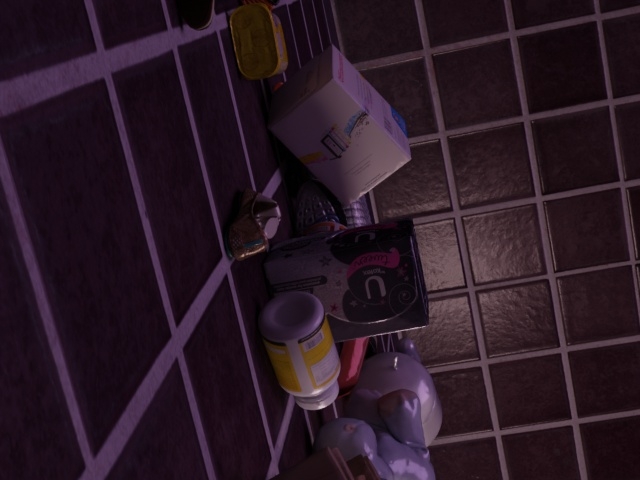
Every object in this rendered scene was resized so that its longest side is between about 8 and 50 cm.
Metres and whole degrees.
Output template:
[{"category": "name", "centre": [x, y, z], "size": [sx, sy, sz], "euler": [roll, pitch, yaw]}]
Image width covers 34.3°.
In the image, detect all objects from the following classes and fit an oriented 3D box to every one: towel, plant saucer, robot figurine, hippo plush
[{"category": "towel", "centre": [0.052, -0.035, 2.378], "size": [0.284, 0.121, 0.234], "euler": [42, 35, -79]}, {"category": "plant saucer", "centre": [0.069, 0.177, 1.964], "size": [0.259, 0.048, 0.258], "euler": [99, 7, -77]}, {"category": "robot figurine", "centre": [0.173, 0.380, 2.401], "size": [0.353, 0.200, 0.299], "euler": [66, 35, -62]}, {"category": "hippo plush", "centre": [0.074, 0.418, 1.847], "size": [0.237, 0.234, 0.294], "euler": [-9, 72, -52]}]

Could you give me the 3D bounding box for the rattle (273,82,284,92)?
[{"category": "rattle", "centre": [-0.012, -0.274, 2.176], "size": [0.199, 0.143, 0.130], "euler": [77, 24, -64]}]

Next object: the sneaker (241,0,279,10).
[{"category": "sneaker", "centre": [-0.133, -0.553, 1.872], "size": [0.121, 0.099, 0.262], "euler": [-102, -175, -57]}]

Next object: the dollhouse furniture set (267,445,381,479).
[{"category": "dollhouse furniture set", "centre": [0.018, 0.502, 1.359], "size": [0.394, 0.257, 0.362], "euler": [60, 2, 16]}]

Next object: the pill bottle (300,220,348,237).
[{"category": "pill bottle", "centre": [0.010, 0.061, 1.932], "size": [0.221, 0.121, 0.121], "euler": [-82, 160, -63]}]

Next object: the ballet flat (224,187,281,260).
[{"category": "ballet flat", "centre": [-0.092, -0.027, 1.524], "size": [0.206, 0.067, 0.073], "euler": [-84, 162, -65]}]

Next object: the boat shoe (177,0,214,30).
[{"category": "boat shoe", "centre": [-0.170, -0.358, 1.435], "size": [0.049, 0.056, 0.152], "euler": [36, 44, -71]}]

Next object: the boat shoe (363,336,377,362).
[{"category": "boat shoe", "centre": [0.104, 0.282, 2.472], "size": [0.223, 0.080, 0.073], "euler": [75, 3, -58]}]

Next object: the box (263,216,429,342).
[{"category": "box", "centre": [0.046, 0.070, 1.721], "size": [0.142, 0.247, 0.163], "euler": [-75, 153, -74]}]

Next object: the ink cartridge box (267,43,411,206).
[{"category": "ink cartridge box", "centre": [0.036, -0.225, 2.016], "size": [0.233, 0.168, 0.171], "euler": [44, 23, -23]}]

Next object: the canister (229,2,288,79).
[{"category": "canister", "centre": [-0.105, -0.348, 1.826], "size": [0.170, 0.073, 0.126], "euler": [-59, 138, -80]}]

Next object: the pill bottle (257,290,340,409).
[{"category": "pill bottle", "centre": [-0.027, 0.175, 1.599], "size": [0.103, 0.103, 0.184], "euler": [-91, 168, -50]}]

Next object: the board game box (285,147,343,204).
[{"category": "board game box", "centre": [-0.008, -0.143, 2.165], "size": [0.186, 0.026, 0.126], "euler": [8, 72, -58]}]

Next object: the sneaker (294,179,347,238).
[{"category": "sneaker", "centre": [0.000, 0.000, 2.114], "size": [0.129, 0.111, 0.297], "euler": [-119, -167, -55]}]
